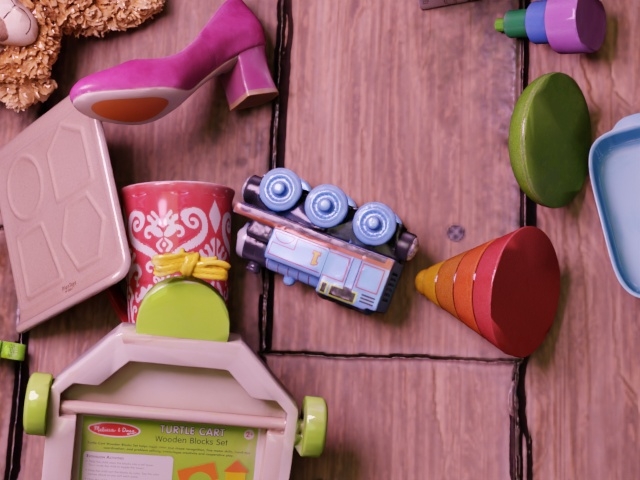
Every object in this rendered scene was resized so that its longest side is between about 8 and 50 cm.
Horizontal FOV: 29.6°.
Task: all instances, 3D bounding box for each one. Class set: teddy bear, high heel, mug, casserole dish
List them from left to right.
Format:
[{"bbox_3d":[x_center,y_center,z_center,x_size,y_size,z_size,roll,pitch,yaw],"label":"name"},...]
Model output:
[{"bbox_3d":[-0.261,-0.296,1.214,0.338,0.245,0.113,-41,33,-20],"label":"teddy bear"},{"bbox_3d":[-0.147,-0.182,1.168,0.244,0.082,0.117,-13,79,-39],"label":"high heel"},{"bbox_3d":[-0.145,0.038,1.183,0.113,0.150,0.169,2,80,-28],"label":"mug"},{"bbox_3d":[0.320,-0.027,1.143,0.114,0.037,0.188,-13,75,6],"label":"casserole dish"}]

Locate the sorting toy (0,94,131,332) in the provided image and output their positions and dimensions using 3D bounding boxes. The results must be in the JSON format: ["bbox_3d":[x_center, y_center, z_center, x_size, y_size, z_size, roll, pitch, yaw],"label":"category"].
[{"bbox_3d":[-0.254,-0.031,1.193,0.193,0.038,0.208,-26,68,42],"label":"sorting toy"}]

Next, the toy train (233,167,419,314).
[{"bbox_3d":[0.000,0.000,1.168,0.184,0.080,0.105,20,87,13],"label":"toy train"}]

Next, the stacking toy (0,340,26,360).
[{"bbox_3d":[-0.404,0.177,1.209,0.221,0.052,0.167,3,80,8],"label":"stacking toy"}]

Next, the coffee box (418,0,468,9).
[{"bbox_3d":[0.226,-0.329,1.157,0.297,0.168,0.119,-9,76,7],"label":"coffee box"}]

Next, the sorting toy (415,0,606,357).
[{"bbox_3d":[0.173,-0.073,1.161,0.126,0.127,0.366,4,73,40],"label":"sorting toy"}]

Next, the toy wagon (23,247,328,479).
[{"bbox_3d":[-0.130,0.174,1.087,0.267,0.068,0.344,6,99,-7],"label":"toy wagon"}]
